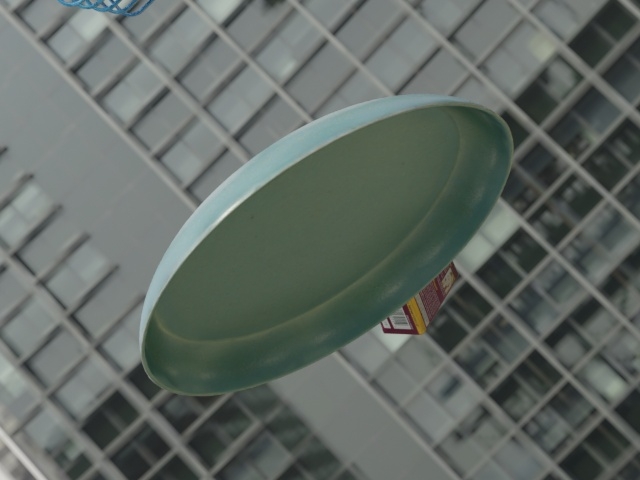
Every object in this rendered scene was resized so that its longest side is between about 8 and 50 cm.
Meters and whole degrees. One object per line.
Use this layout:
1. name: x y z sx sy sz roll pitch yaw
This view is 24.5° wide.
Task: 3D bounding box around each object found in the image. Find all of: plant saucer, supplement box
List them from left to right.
1. plant saucer: 0.000 0.000 1.084 0.318 0.043 0.317 -28 -27 -16
2. supplement box: 0.080 0.035 1.286 0.083 0.043 0.055 -53 -49 -41

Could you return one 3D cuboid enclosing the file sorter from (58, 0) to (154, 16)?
1. file sorter: -0.203 -0.284 1.397 0.118 0.104 0.170 -43 -5 13
